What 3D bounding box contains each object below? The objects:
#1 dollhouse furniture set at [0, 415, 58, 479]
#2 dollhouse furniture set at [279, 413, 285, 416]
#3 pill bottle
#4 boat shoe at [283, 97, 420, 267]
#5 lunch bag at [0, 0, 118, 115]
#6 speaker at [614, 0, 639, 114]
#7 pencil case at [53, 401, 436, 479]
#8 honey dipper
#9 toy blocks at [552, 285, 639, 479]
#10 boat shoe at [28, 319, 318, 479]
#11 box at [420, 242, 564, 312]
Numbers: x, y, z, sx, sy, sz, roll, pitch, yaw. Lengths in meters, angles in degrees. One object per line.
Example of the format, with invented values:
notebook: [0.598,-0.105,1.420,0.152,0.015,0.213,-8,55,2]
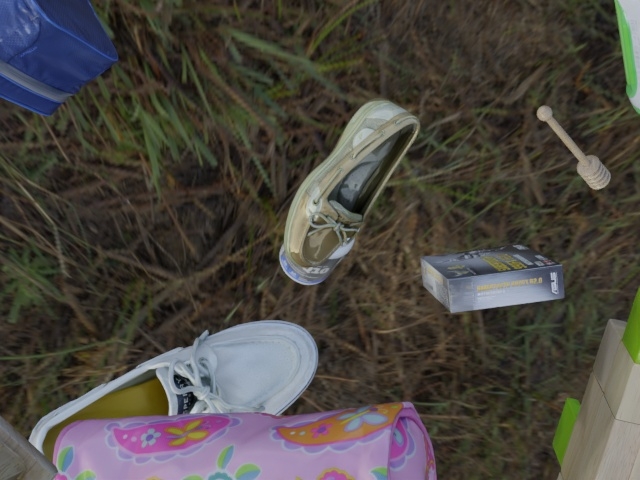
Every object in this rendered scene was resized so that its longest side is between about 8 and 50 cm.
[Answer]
dollhouse furniture set: [-0.102,0.194,0.441,0.242,0.161,0.212,41,94,6]
dollhouse furniture set: [-0.012,0.359,1.787,0.151,0.123,0.144,32,94,-25]
pill bottle: [0.000,0.000,1.545,0.078,0.137,0.078,8,63,-16]
boat shoe: [0.025,-0.041,0.923,0.056,0.048,0.153,31,96,-38]
lunch bag: [-0.165,-0.113,0.639,0.065,0.098,0.067,-35,69,12]
speaker: [0.569,-0.351,1.962,0.131,0.296,0.131,-12,43,12]
pencil case: [-0.060,0.184,0.849,0.284,0.124,0.124,-7,84,19]
honey dipper: [0.301,-0.112,1.388,0.161,0.030,0.030,37,79,-41]
toy blocks: [0.329,0.238,0.947,0.261,0.191,0.381,12,106,-1]
boat shoe: [-0.162,0.181,1.345,0.367,0.156,0.135,-17,82,-16]
box: [0.273,0.057,1.875,0.183,0.231,0.056,-7,99,-4]
